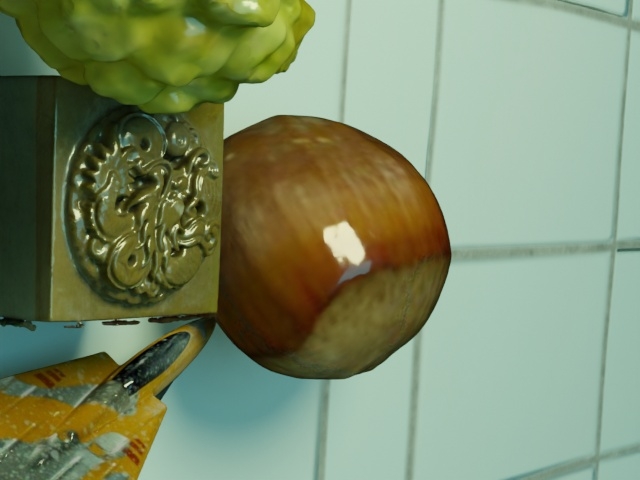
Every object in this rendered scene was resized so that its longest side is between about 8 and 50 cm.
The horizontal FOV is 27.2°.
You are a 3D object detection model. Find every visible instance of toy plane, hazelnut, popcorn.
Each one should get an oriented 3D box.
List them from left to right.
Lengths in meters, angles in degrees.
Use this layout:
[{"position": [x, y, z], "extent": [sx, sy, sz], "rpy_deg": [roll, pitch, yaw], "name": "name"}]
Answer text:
[{"position": [-0.162, 0.129, 0.853], "extent": [0.103, 0.204, 0.316], "rpy_deg": [-55, 171, 29], "name": "toy plane"}, {"position": [-0.121, -0.201, 0.701], "extent": [0.286, 0.173, 0.225], "rpy_deg": [56, 7, 10], "name": "popcorn"}, {"position": [0.000, 0.000, 0.976], "extent": [0.214, 0.176, 0.214], "rpy_deg": [40, 34, -35], "name": "hazelnut"}]

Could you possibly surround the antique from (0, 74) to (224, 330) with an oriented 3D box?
[{"position": [-0.146, -0.022, 0.815], "extent": [0.146, 0.148, 0.152], "rpy_deg": [-2, 94, -52], "name": "antique"}]
